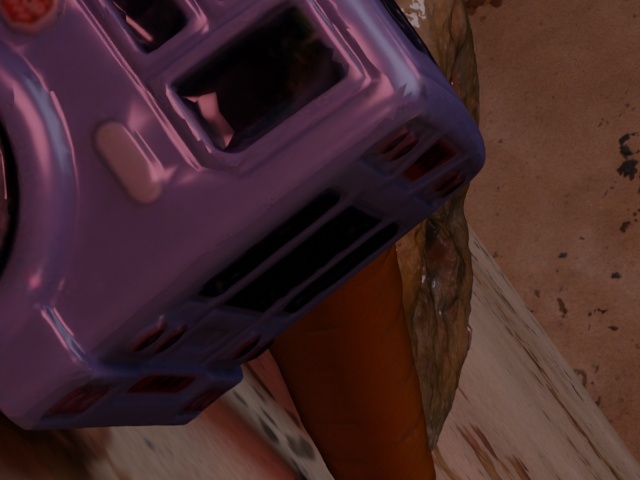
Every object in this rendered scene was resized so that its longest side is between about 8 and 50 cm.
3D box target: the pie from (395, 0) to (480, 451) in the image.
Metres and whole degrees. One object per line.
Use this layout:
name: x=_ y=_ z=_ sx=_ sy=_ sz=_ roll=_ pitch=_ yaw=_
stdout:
pie: x=0.030 y=-0.012 z=0.722 sx=0.185 sy=0.052 sz=0.218 roll=-19 pitch=114 yaw=-74

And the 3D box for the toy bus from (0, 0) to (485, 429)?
toy bus: x=-0.093 y=-0.102 z=0.394 sx=0.292 sy=0.133 sz=0.125 roll=54 pitch=7 yaw=12

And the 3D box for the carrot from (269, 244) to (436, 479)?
carrot: x=0.000 y=0.000 z=0.548 sx=0.069 sy=0.069 sz=0.336 roll=-120 pitch=-171 yaw=-51
